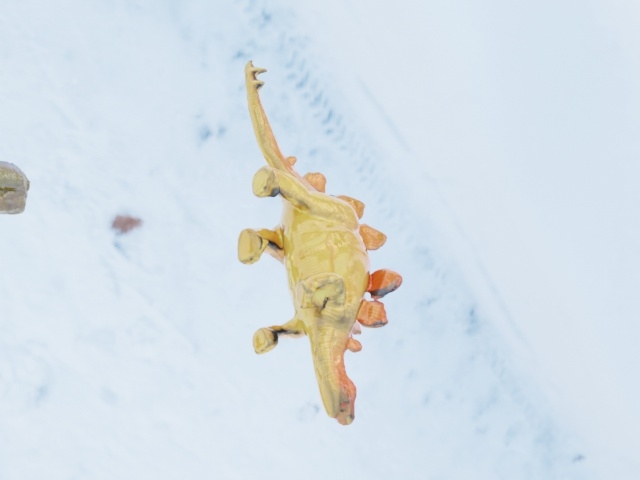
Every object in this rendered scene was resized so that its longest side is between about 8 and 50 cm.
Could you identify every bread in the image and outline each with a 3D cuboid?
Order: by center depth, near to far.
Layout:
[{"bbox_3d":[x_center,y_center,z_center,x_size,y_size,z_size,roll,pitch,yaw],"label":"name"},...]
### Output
[{"bbox_3d":[-0.510,-0.085,1.510,0.271,0.139,0.077,13,81,-61],"label":"bread"}]

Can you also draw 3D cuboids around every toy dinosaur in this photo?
[{"bbox_3d":[0.000,0.000,0.825,0.117,0.288,0.070,17,138,-40],"label":"toy dinosaur"}]
